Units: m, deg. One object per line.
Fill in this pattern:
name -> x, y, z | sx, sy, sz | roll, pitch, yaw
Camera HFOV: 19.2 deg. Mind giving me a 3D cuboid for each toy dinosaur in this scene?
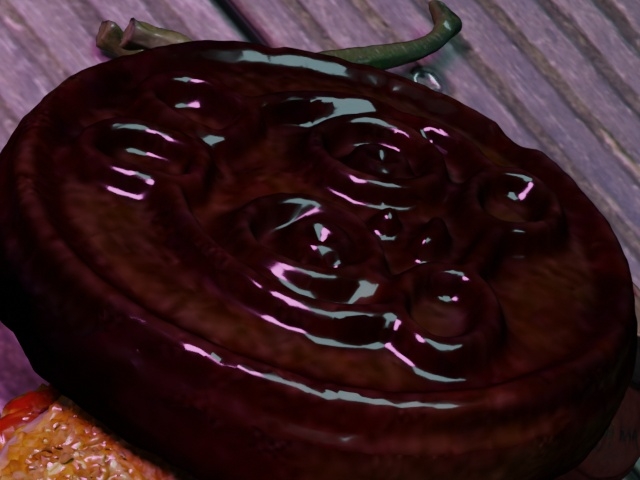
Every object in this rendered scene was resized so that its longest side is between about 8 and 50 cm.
toy dinosaur -> -0.027, -0.064, 1.392 | 0.301, 0.087, 0.447 | 24, 49, -24

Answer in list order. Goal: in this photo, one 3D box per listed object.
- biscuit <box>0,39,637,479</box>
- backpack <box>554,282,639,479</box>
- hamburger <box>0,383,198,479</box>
biscuit -> 0.000, 0.000, 1.140 | 0.407, 0.091, 0.407 | 11, 34, -7
backpack -> 0.152, 0.084, 1.349 | 0.229, 0.139, 0.229 | 33, 39, -32
hamburger -> -0.090, 0.211, 1.063 | 0.294, 0.179, 0.276 | 42, 45, 3
